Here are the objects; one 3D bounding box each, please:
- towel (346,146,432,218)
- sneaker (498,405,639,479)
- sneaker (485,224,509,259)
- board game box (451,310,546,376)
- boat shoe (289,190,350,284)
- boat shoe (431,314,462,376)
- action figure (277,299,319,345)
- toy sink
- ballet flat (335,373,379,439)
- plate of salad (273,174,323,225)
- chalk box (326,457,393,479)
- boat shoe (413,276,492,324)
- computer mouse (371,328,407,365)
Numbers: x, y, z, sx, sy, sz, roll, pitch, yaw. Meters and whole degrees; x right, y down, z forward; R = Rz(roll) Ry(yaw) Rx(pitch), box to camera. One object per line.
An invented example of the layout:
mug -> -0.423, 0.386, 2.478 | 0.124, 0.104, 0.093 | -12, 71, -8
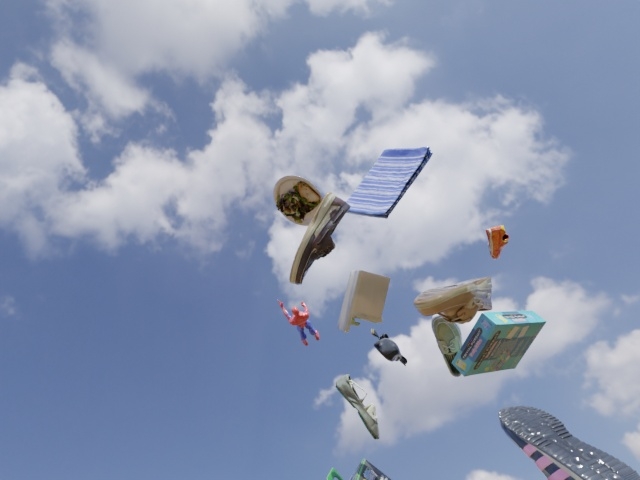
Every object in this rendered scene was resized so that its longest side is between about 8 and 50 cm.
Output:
towel -> 0.240, -0.224, 1.705 | 0.335, 0.243, 0.040 | -53, -54, -19
sneaker -> 0.447, 0.428, 0.867 | 0.112, 0.319, 0.130 | -10, -82, -10
sneaker -> 0.576, 0.012, 1.489 | 0.068, 0.064, 0.175 | -14, -30, 14
board game box -> 0.705, 0.400, 1.816 | 0.337, 0.079, 0.253 | 5, -63, -35
boat shoe -> 0.000, 0.000, 1.292 | 0.093, 0.285, 0.103 | 24, -16, 3
boat shoe -> 0.533, 0.424, 1.879 | 0.109, 0.094, 0.302 | -18, -65, 21
action figure -> -0.085, 0.307, 1.843 | 0.092, 0.139, 0.280 | -27, -32, -6
toy sink -> 0.164, 0.238, 1.731 | 0.131, 0.153, 0.233 | 15, -97, -7
ballet flat -> 0.131, 0.510, 1.429 | 0.068, 0.213, 0.072 | -38, -17, -3
plate of salad -> -0.081, -0.131, 1.590 | 0.200, 0.048, 0.199 | 16, -50, 19
chalk box -> 0.135, 0.802, 1.375 | 0.179, 0.289, 0.180 | -59, -14, 6
boat shoe -> 0.380, 0.173, 1.249 | 0.341, 0.110, 0.122 | -6, -7, -43
computer mouse -> 0.264, 0.407, 1.844 | 0.060, 0.184, 0.262 | -47, -33, 4
